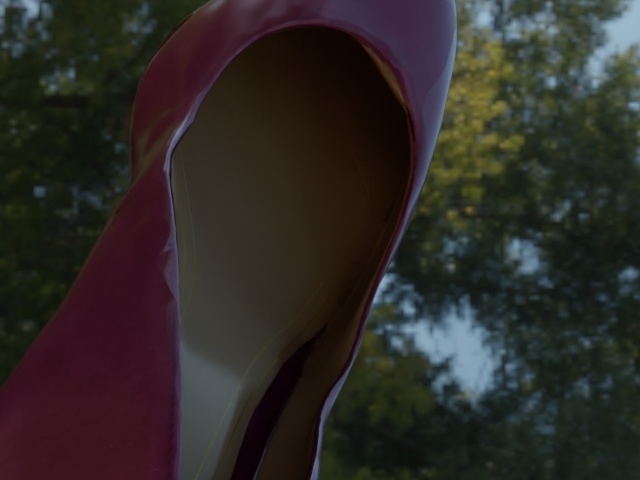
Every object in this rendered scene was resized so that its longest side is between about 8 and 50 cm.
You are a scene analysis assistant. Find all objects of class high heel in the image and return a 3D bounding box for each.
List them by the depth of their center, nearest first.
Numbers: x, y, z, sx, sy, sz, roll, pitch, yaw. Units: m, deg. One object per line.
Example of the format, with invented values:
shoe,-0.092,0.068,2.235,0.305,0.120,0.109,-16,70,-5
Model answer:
high heel,0.000,0.000,0.482,0.181,0.127,0.377,-19,-147,47
